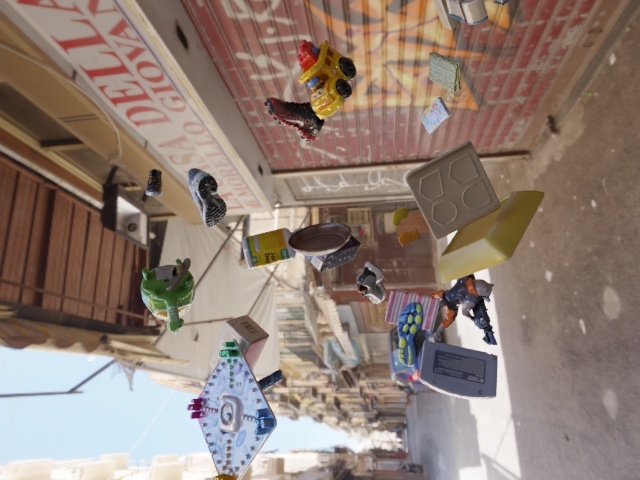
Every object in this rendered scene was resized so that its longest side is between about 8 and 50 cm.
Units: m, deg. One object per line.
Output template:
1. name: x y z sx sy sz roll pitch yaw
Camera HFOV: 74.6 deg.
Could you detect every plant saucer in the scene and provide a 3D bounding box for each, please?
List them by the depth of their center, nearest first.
1. plant saucer: 0.000 0.000 1.284 0.199 0.198 0.036 -75 -23 -64
2. plant saucer: 0.555 -0.026 1.432 0.333 0.081 0.333 -48 4 -28

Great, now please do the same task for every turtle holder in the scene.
1. turtle holder: -0.685 0.262 1.957 0.243 0.320 0.228 -34 -39 -43

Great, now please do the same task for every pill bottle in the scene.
1. pill bottle: -0.151 0.022 1.422 0.117 0.208 0.118 166 90 -85

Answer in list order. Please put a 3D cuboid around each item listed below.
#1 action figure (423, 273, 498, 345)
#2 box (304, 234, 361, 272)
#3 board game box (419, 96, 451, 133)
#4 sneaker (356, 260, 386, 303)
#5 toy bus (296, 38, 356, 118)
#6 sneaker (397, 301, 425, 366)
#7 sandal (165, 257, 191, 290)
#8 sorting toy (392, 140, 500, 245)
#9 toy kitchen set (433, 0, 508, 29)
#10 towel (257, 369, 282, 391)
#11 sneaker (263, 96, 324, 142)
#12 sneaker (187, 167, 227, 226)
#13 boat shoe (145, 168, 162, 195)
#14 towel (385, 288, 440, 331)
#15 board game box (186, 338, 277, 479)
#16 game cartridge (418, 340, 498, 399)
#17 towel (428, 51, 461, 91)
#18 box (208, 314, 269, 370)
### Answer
1. action figure: 0.559 0.278 1.687 0.178 0.330 0.342 15 -136 -37
2. box: 0.065 0.047 2.353 0.270 0.165 0.144 -15 -40 -42
3. board game box: 0.550 -0.599 2.016 0.104 0.026 0.154 62 151 9
4. sneaker: 0.193 0.185 1.675 0.108 0.100 0.272 -43 -33 -15
5. toy bus: -0.002 -0.559 1.414 0.211 0.149 0.221 31 -123 -34
6. sneaker: 0.257 0.259 1.187 0.078 0.067 0.188 -22 -63 -58
7. sandal: -0.637 0.143 1.870 0.049 0.072 0.180 50 -131 -30
8. sorting toy: 0.345 -0.121 1.239 0.229 0.307 0.041 60 -171 -13
9. toy kitchen set: 0.447 -0.684 1.183 0.122 0.166 0.207 45 -168 -43
10. towel: -0.219 0.610 1.825 0.029 0.119 0.067 40 140 42
11. sneaker: -0.089 -0.491 1.620 0.276 0.135 0.098 22 -143 -43
12. sneaker: -0.463 -0.178 1.699 0.110 0.122 0.283 -35 -33 -29
13. boat shoe: -0.688 -0.242 1.738 0.183 0.065 0.083 -135 50 -60
14. towel: 0.364 0.279 1.668 0.029 0.196 0.144 -44 -36 -75
15. board game box: -0.344 0.634 1.531 0.390 0.050 0.390 49 116 40
16. game cartridge: 0.556 0.528 1.698 0.062 0.296 0.198 75 -152 -59
17. towel: 0.430 -0.585 1.453 0.148 0.027 0.110 47 161 40
18. box: -0.336 0.449 1.727 0.126 0.148 0.233 -10 -50 -56
